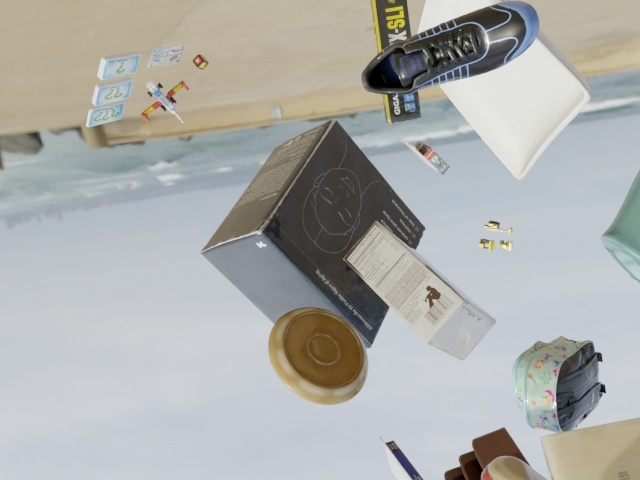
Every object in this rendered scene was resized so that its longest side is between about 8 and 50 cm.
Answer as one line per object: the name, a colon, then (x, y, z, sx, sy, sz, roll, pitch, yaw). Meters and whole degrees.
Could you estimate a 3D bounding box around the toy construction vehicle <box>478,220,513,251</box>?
toy construction vehicle: (0.485, -0.007, 1.823, 0.098, 0.085, 0.035, 16, -154, 36)

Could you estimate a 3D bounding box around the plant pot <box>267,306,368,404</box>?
plant pot: (0.003, 0.240, 1.421, 0.236, 0.236, 0.032, -14, 150, -36)

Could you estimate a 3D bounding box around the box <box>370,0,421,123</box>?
box: (0.162, -0.425, 1.458, 0.080, 0.321, 0.257, -8, -169, 5)

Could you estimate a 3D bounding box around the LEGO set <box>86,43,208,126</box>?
LEGO set: (-0.329, -0.298, 1.298, 0.244, 0.060, 0.182, -27, 161, -42)

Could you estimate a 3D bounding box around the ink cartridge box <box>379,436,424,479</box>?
ink cartridge box: (0.282, 0.744, 2.075, 0.045, 0.224, 0.223, -30, -138, -13)

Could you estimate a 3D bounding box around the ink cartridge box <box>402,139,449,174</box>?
ink cartridge box: (0.246, -0.203, 1.528, 0.029, 0.115, 0.063, -49, -147, 5)

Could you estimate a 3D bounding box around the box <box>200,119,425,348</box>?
box: (0.000, 0.000, 1.924, 0.297, 0.480, 0.471, -18, -147, 45)

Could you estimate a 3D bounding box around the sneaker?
sneaker: (0.158, -0.235, 0.839, 0.232, 0.081, 0.090, -12, -165, 44)

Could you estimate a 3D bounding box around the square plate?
square plate: (0.301, -0.304, 1.140, 0.049, 0.347, 0.344, -33, 167, -8)

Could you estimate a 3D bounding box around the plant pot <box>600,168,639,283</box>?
plant pot: (0.543, -0.033, 0.898, 0.255, 0.272, 0.271, -47, -178, 8)

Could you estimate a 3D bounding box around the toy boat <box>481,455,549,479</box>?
toy boat: (0.477, 0.627, 1.558, 0.231, 0.151, 0.151, 36, -169, 1)

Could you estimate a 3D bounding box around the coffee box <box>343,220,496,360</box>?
coffee box: (0.207, 0.104, 1.402, 0.168, 0.119, 0.297, 31, -169, -47)

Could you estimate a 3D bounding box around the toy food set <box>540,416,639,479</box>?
toy food set: (0.636, 0.494, 1.364, 0.306, 0.219, 0.092, -20, 153, 23)

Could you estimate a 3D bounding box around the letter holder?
letter holder: (0.509, 0.731, 1.886, 0.215, 0.152, 0.301, -15, -138, -13)

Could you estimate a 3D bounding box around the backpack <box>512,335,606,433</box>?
backpack: (0.617, 0.382, 1.729, 0.191, 0.225, 0.254, 0, -166, 39)
